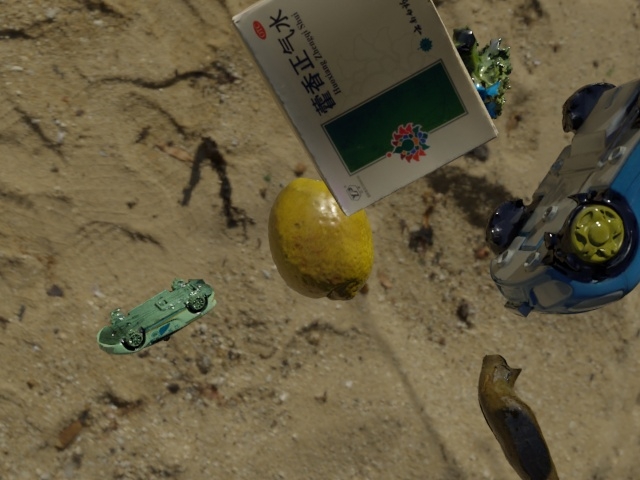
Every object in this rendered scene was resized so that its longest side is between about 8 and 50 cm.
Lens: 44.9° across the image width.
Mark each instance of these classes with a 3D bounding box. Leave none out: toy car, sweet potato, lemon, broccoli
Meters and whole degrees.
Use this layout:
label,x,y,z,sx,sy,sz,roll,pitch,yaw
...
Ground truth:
label,x,y,z,sx,sy,sz,roll,pitch,yaw
toy car,-0.243,0.118,1.158,0.186,0.093,0.058,-30,122,-22
sweet potato,0.353,0.328,1.349,0.112,0.286,0.085,-5,147,-38
lemon,0.000,0.000,1.251,0.170,0.170,0.207,-5,80,-43
broccoli,0.228,-0.254,1.206,0.167,0.154,0.160,-19,142,2
toy car,0.304,-0.040,0.784,0.166,0.198,0.314,36,85,-7

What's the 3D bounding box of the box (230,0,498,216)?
label,x,y,z,sx,sy,sz,roll,pitch,yaw
box,0.042,-0.157,0.728,0.168,0.095,0.212,-27,108,13
